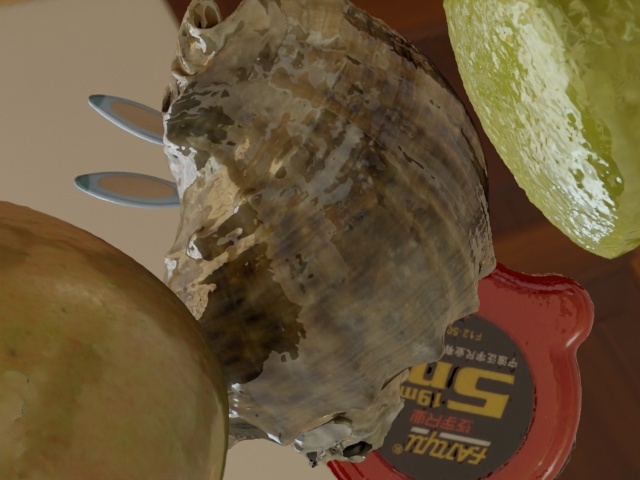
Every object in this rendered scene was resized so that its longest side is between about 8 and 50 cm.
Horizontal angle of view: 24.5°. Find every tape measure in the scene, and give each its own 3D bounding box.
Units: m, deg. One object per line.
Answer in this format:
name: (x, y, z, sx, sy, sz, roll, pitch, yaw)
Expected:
tape measure: (0.096, 0.117, 1.254, 0.253, 0.260, 0.114, 12, 180, 0)

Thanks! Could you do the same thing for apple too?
apple: (-0.204, 0.128, 0.642, 0.277, 0.319, 0.319, 19, 146, -11)

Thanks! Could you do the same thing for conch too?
conch: (0.005, 0.012, 0.801, 0.210, 0.159, 0.291, -18, 129, -6)

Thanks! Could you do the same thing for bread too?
bread: (0.294, -0.188, 1.375, 0.307, 0.348, 0.348, -29, 163, -2)

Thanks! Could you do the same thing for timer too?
timer: (-0.112, -0.080, 1.581, 0.175, 0.175, 0.255, -38, 129, 26)
